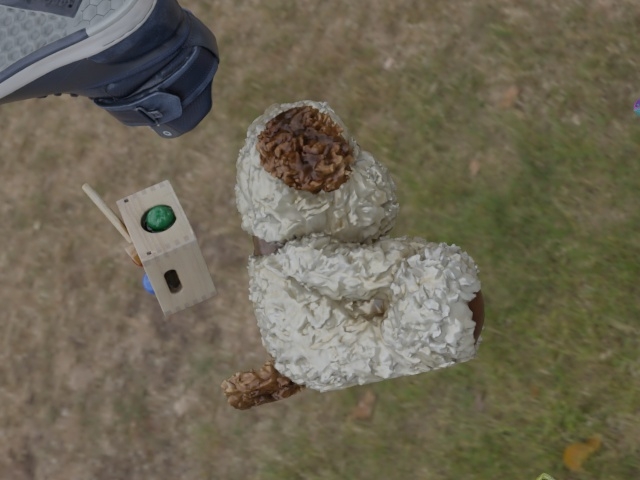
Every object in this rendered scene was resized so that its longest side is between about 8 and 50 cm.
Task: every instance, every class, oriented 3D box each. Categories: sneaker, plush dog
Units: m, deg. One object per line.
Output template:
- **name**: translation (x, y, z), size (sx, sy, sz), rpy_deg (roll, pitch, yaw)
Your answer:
- **sneaker**: translation (-0.182, -0.115, 0.978), size (0.226, 0.163, 0.086), rpy_deg (-14, 68, 20)
- **plush dog**: translation (0.000, 0.000, 1.080), size (0.210, 0.262, 0.225), rpy_deg (-16, 91, -1)

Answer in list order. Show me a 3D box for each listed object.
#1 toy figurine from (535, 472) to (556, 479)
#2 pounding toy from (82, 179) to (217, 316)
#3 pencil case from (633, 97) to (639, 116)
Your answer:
- **toy figurine**: translation (0.290, 0.365, 1.529), size (0.191, 0.217, 0.362), rpy_deg (-37, 50, -11)
- **pounding toy**: translation (-0.206, -0.001, 1.659), size (0.100, 0.141, 0.130), rpy_deg (-24, 50, -7)
- **pencil case**: translation (0.448, -0.129, 1.639), size (0.070, 0.064, 0.152), rpy_deg (-42, 88, 2)
